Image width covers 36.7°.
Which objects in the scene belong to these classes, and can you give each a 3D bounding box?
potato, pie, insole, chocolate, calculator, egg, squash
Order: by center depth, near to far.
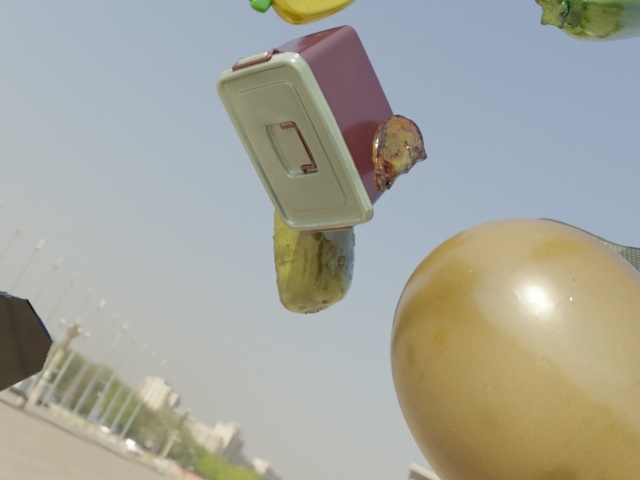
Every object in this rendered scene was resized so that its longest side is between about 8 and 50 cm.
[{"bbox_3d":[0.236,0.150,1.030,0.374,0.301,0.301,62,0,26],"label":"egg"},{"bbox_3d":[0.358,-0.283,1.083,0.107,0.395,0.107,21,-59,39],"label":"squash"},{"bbox_3d":[0.375,0.021,1.344,0.253,0.086,0.005,12,-22,-14],"label":"insole"},{"bbox_3d":[-0.459,0.119,1.350,0.156,0.156,0.133,34,7,-21],"label":"chocolate"},{"bbox_3d":[0.113,-0.135,1.397,0.033,0.191,0.088,-17,-79,31],"label":"pie"},{"bbox_3d":[-0.021,-0.423,1.542,0.032,0.235,0.146,-16,-80,63],"label":"calculator"},{"bbox_3d":[0.000,0.000,1.825,0.160,0.271,0.111,2,-10,-18],"label":"potato"}]

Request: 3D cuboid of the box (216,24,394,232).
[{"bbox_3d":[0.001,-0.174,1.461,0.193,0.167,0.294,-3,-60,46],"label":"box"}]
